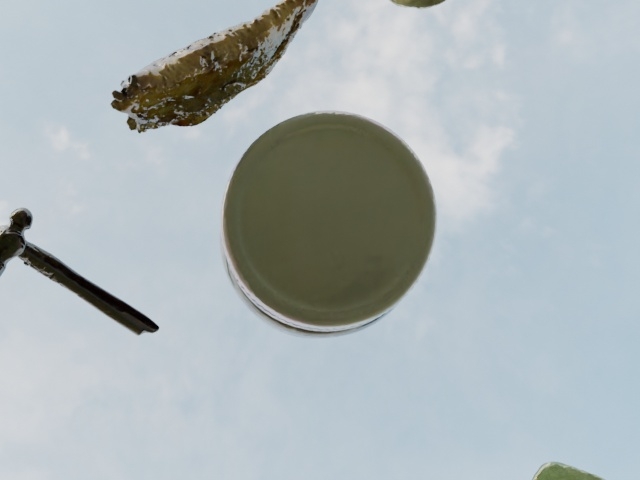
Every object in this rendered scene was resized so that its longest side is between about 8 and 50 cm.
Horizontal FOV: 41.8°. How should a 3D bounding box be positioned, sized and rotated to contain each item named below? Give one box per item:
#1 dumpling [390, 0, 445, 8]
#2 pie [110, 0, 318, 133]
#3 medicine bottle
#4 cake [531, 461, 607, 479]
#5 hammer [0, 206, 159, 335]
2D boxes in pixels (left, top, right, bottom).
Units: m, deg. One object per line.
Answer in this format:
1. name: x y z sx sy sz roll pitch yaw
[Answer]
1. dumpling: 0.082 -0.236 0.747 0.059 0.043 0.077 -44 -85 12
2. pie: -0.073 -0.114 0.568 0.170 0.092 0.034 -33 -104 -34
3. medicine bottle: 0.000 0.000 0.693 0.165 0.273 0.165 1 -97 -4
4. cake: 0.314 0.324 0.877 0.283 0.158 0.172 12 -81 -50
5. hammer: -0.197 0.041 0.680 0.065 0.021 0.178 -56 -44 -9
